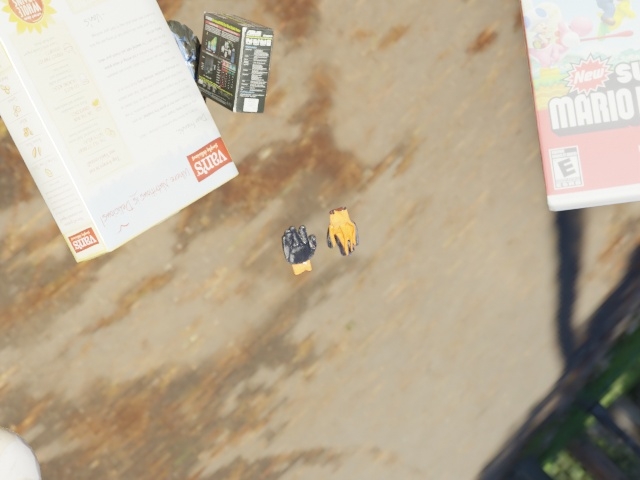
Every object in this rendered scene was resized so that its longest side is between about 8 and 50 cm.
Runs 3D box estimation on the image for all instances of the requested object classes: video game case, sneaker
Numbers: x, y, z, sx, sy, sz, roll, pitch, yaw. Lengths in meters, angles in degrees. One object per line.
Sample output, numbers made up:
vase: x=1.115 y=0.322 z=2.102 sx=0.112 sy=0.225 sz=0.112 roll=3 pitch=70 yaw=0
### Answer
video game case: x=0.281 y=-0.175 z=1.030 sx=0.204 sy=0.285 sz=0.025 roll=-8 pitch=163 yaw=10
sneaker: x=-0.188 y=-0.178 z=1.537 sx=0.087 sy=0.083 sz=0.221 roll=-3 pitch=124 yaw=0

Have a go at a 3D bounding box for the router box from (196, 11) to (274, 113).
router box: x=-0.095 y=-0.196 z=1.304 sx=0.038 sy=0.122 sz=0.092 roll=-1 pitch=108 yaw=-27

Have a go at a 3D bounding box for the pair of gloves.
pair of gloves: x=0.000 y=0.000 z=1.272 sx=0.083 sy=0.010 sz=0.074 roll=-19 pitch=136 yaw=-3

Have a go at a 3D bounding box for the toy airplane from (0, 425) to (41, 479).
toy airplane: x=-0.261 y=0.273 z=0.864 sx=0.384 sy=0.386 sz=0.272 roll=-33 pitch=-142 yaw=56

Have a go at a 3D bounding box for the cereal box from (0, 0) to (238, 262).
cereal box: x=-0.175 y=-0.123 z=0.929 sx=0.047 sy=0.240 sz=0.173 roll=-17 pitch=-169 yaw=38
